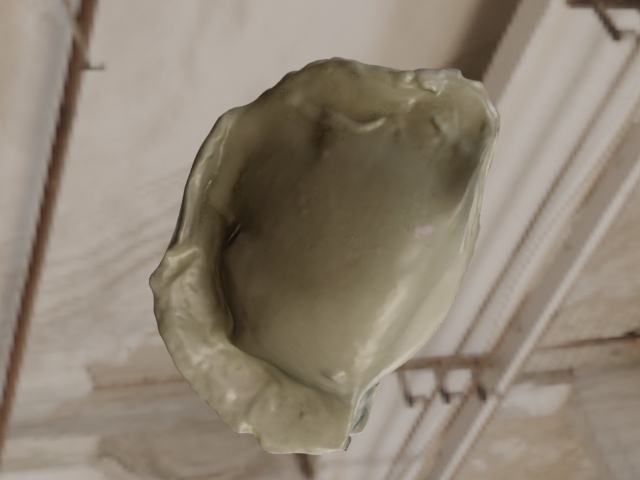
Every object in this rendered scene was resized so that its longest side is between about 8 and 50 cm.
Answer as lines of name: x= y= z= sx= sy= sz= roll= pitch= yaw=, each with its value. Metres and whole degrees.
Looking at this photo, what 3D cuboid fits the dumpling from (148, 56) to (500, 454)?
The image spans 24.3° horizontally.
dumpling: x=0.000 y=0.000 z=0.644 sx=0.188 sy=0.127 sz=0.108 roll=-61 pitch=172 yaw=16
